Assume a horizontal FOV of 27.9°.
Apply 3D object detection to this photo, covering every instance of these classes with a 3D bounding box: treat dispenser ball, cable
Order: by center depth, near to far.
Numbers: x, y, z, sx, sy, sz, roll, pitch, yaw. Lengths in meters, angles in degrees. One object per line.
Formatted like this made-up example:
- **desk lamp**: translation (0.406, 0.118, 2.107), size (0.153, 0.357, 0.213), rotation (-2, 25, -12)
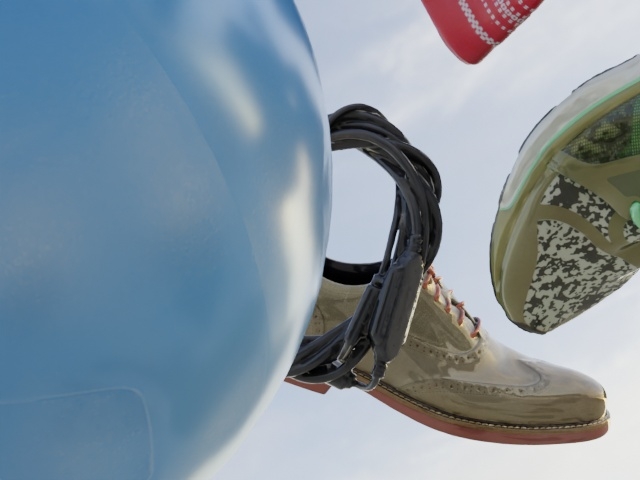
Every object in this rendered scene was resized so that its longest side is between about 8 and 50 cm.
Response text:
- **treat dispenser ball**: translation (-0.139, -0.021, 0.443), size (0.288, 0.288, 0.288), rotation (-11, -38, -9)
- **cable**: translation (0.000, 0.000, 0.837), size (0.151, 0.184, 0.047), rotation (13, -2, 25)

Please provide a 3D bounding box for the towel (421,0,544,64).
- **towel**: translation (0.125, -0.267, 0.873), size (0.031, 0.198, 0.275), rotation (-19, -15, -36)

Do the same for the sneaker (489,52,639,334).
- **sneaker**: translation (0.273, -0.047, 0.850), size (0.158, 0.182, 0.410), rotation (18, -52, -36)

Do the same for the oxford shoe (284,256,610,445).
- **oxford shoe**: translation (0.095, 0.084, 1.117), size (0.348, 0.123, 0.130), rotation (15, -79, -3)
